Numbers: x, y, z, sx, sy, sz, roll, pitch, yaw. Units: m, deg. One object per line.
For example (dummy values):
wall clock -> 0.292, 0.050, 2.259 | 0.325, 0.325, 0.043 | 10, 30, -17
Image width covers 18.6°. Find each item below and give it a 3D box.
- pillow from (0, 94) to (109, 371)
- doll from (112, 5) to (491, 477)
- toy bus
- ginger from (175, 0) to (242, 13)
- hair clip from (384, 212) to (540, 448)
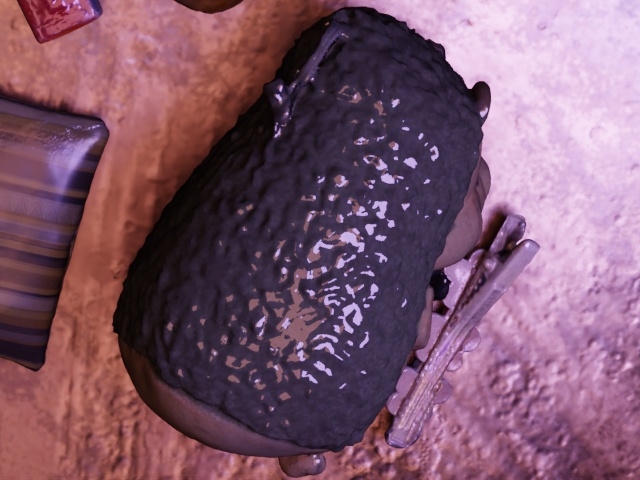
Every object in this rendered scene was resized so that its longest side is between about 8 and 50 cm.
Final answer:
pillow -> -0.290, -0.019, 1.520 | 0.208, 0.052, 0.212 | 15, 103, -12
doll -> 0.000, 0.000, 1.472 | 0.247, 0.247, 0.349 | 24, 94, -10
toy bus -> -0.226, -0.242, 1.460 | 0.065, 0.077, 0.192 | -26, 105, -2
ginger -> -0.198, -0.213, 1.379 | 0.309, 0.107, 0.133 | -9, 92, -10
hair clip -> 0.106, 0.070, 1.580 | 0.062, 0.056, 0.214 | 24, 109, -26
